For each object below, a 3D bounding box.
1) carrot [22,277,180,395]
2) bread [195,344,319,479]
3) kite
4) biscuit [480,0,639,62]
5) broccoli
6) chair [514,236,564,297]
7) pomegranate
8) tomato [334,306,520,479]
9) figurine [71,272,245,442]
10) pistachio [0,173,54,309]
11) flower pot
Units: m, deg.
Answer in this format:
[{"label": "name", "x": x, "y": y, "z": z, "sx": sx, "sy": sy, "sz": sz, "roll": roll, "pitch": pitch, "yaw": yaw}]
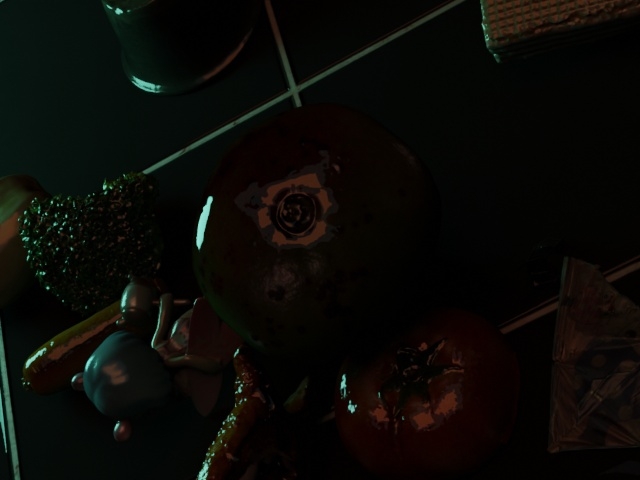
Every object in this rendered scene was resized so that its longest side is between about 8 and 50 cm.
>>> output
[{"label": "carrot", "x": -0.284, "y": 0.128, "z": 2.092, "sx": 0.225, "sy": 0.067, "sz": 0.067, "roll": -32, "pitch": 49, "yaw": 7}, {"label": "bread", "x": -0.076, "y": 0.256, "z": 1.838, "sx": 0.095, "sy": 0.139, "sz": 0.269, "roll": -29, "pitch": 38, "yaw": 40}, {"label": "kite", "x": 0.354, "y": 0.114, "z": 1.748, "sx": 0.314, "sy": 0.011, "sz": 0.335, "roll": -43, "pitch": 48, "yaw": 0}, {"label": "biscuit", "x": 0.397, "y": -0.322, "z": 1.944, "sx": 0.426, "sy": 0.078, "sz": 0.144, "roll": -13, "pitch": 67, "yaw": 20}, {"label": "broccoli", "x": -0.283, "y": -0.021, "z": 2.145, "sx": 0.219, "sy": 0.194, "sz": 0.194, "roll": -43, "pitch": 43, "yaw": 32}, {"label": "chair", "x": 0.251, "y": 0.032, "z": 1.852, "sx": 0.037, "sy": 0.042, "sz": 0.086, "roll": -15, "pitch": 17, "yaw": 35}, {"label": "pomegranate", "x": 0.006, "y": 0.016, "z": 1.836, "sx": 0.290, "sy": 0.323, "sz": 0.291, "roll": -8, "pitch": 54, "yaw": 11}, {"label": "tomato", "x": 0.112, "y": 0.161, "z": 1.820, "sx": 0.225, "sy": 0.085, "sz": 0.225, "roll": -16, "pitch": 50, "yaw": 20}, {"label": "figurine", "x": -0.186, "y": 0.108, "z": 1.982, "sx": 0.260, "sy": 0.103, "sz": 0.205, "roll": -37, "pitch": 70, "yaw": -12}, {"label": "pistachio", "x": -0.431, "y": 0.009, "z": 2.220, "sx": 0.206, "sy": 0.131, "sz": 0.129, "roll": -57, "pitch": 7, "yaw": -12}, {"label": "flower pot", "x": -0.213, "y": -0.338, "z": 2.306, "sx": 0.235, "sy": 0.148, "sz": 0.235, "roll": -15, "pitch": 54, "yaw": 21}]
